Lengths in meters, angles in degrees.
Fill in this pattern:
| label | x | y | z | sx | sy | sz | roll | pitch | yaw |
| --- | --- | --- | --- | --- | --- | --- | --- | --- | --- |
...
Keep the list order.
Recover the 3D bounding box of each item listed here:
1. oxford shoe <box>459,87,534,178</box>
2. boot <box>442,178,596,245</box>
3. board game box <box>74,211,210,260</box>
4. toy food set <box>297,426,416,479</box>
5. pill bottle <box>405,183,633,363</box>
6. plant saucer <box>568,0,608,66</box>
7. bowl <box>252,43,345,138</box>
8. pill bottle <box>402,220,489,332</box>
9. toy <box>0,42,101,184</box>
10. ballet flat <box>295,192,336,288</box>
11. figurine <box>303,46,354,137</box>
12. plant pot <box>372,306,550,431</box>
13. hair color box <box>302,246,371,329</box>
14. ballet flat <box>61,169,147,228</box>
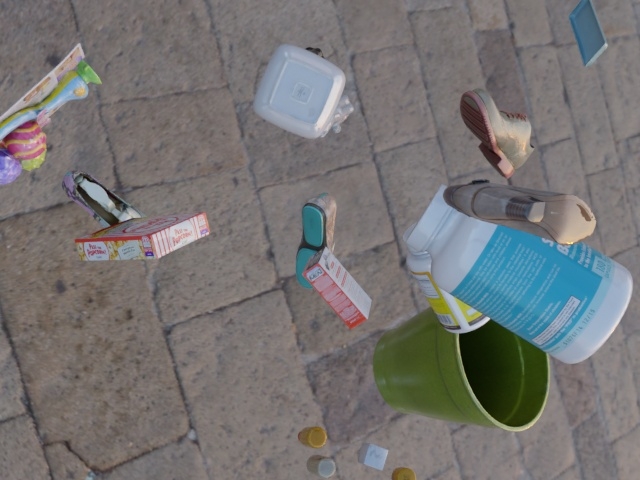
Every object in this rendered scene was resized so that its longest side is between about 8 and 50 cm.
| label | x | y | z | sx | sy | sz | roll | pitch | yaw |
| --- | --- | --- | --- | --- | --- | --- | --- | --- | --- |
| oxford shoe | 0.448 | -0.290 | 1.660 | 0.130 | 0.123 | 0.348 | -40 | 147 | 7 |
| boot | 0.166 | -0.028 | 0.565 | 0.118 | 0.087 | 0.042 | 13 | 95 | -39 |
| board game box | -0.324 | -0.006 | 1.213 | 0.147 | 0.194 | 0.045 | -32 | 116 | -56 |
| toy food set | 0.058 | 0.445 | 1.290 | 0.232 | 0.104 | 0.111 | 23 | 71 | -10 |
| pill bottle | 0.246 | 0.033 | 0.854 | 0.264 | 0.146 | 0.146 | 31 | 66 | 4 |
| plant saucer | 0.591 | -0.464 | 1.464 | 0.018 | 0.067 | 0.192 | 16 | 50 | -16 |
| bowl | -0.034 | -0.258 | 1.151 | 0.142 | 0.053 | 0.142 | 23 | 98 | -11 |
| pill bottle | 0.241 | 0.063 | 1.262 | 0.117 | 0.117 | 0.215 | -43 | 113 | -28 |
| toy | -0.356 | -0.124 | 0.806 | 0.056 | 0.137 | 0.237 | 40 | 77 | -8 |
| ballet flat | 0.000 | 0.000 | 1.821 | 0.108 | 0.316 | 0.106 | 25 | 45 | 15 |
| figurine | -0.019 | -0.338 | 1.531 | 0.214 | 0.092 | 0.209 | 59 | 22 | -7 |
| plant pot | 0.337 | 0.315 | 1.722 | 0.367 | 0.353 | 0.366 | 15 | 65 | -36 |
| hair color box | 0.038 | 0.104 | 1.466 | 0.167 | 0.053 | 0.093 | 51 | 22 | -11 |
| ballet flat | -0.432 | -0.065 | 1.368 | 0.221 | 0.079 | 0.077 | 41 | 71 | -21 |
